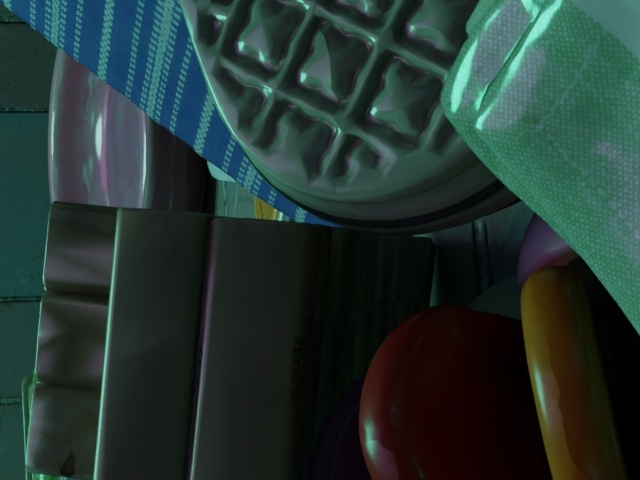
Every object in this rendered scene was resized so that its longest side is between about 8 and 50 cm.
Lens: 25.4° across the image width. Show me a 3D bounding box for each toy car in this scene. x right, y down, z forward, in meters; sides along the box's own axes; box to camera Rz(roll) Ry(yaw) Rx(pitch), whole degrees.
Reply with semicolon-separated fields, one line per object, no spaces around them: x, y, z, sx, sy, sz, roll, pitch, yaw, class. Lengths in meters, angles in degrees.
0.066;0.070;0.439;0.182;0.136;0.159;115;150;-60;toy car

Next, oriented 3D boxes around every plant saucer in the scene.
-0.196;-0.094;1.447;0.332;0.084;0.332;179;90;-65;plant saucer

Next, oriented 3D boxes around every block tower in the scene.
-0.017;0.036;0.588;0.335;0.091;0.097;12;-96;-79;block tower

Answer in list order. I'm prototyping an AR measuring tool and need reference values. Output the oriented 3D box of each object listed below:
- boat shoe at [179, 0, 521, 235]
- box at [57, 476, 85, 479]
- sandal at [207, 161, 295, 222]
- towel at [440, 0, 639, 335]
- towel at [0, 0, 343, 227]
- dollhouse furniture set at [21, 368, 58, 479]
0.006;-0.237;0.522;0.186;0.156;0.500;-21;75;27;boat shoe
-0.005;0.159;0.588;0.114;0.203;0.103;-111;24;-54;box
-0.058;-0.124;1.015;0.102;0.076;0.265;-173;82;-75;sandal
0.135;-0.037;0.195;0.248;0.038;0.325;55;151;21;towel
-0.076;-0.135;0.737;0.040;0.336;0.243;-50;-6;-26;towel
-0.081;0.199;0.893;0.151;0.197;0.302;120;145;-66;dollhouse furniture set
